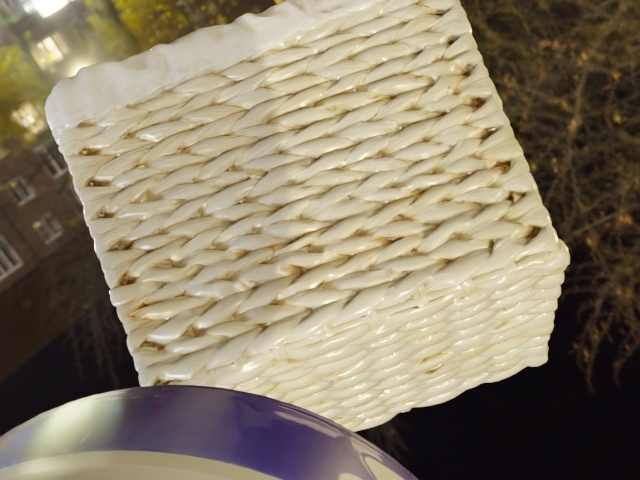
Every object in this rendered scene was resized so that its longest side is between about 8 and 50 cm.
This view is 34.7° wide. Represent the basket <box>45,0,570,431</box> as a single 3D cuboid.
[{"bbox_3d":[0.000,0.000,0.847,0.331,0.266,0.328,-19,157,1],"label":"basket"}]

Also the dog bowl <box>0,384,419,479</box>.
[{"bbox_3d":[-0.055,0.190,0.366,0.265,0.265,0.104,-28,-173,10],"label":"dog bowl"}]
